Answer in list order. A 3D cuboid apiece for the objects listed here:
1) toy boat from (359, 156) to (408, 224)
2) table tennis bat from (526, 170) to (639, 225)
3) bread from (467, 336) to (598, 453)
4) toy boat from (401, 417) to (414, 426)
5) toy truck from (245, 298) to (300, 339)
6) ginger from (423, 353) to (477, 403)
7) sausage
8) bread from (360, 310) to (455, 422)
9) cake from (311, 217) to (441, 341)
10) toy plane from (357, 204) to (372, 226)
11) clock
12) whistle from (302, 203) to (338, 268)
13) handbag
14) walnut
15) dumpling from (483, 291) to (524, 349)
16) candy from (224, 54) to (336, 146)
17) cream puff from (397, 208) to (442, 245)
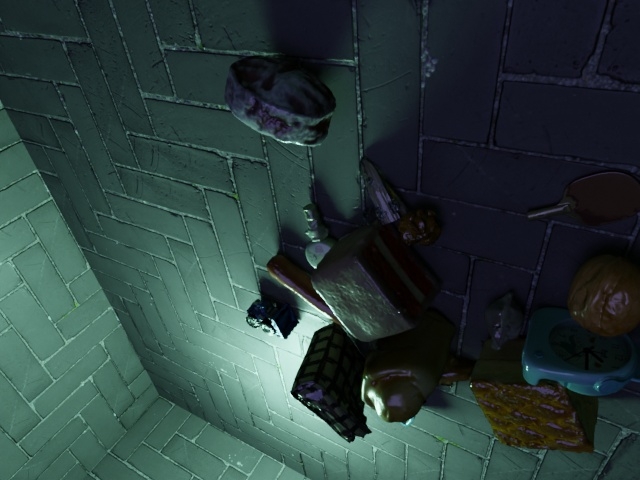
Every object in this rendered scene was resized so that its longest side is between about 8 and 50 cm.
[{"bbox_3d":[0.162,-0.138,1.271,0.085,0.066,0.210,-24,97,34],"label":"toy boat"},{"bbox_3d":[0.584,-0.080,1.029,0.235,0.022,0.131,-17,115,43],"label":"table tennis bat"},{"bbox_3d":[0.615,0.434,1.315,0.279,0.207,0.279,-17,113,43],"label":"bread"},{"bbox_3d":[0.286,0.586,1.755,0.145,0.133,0.331,-2,124,37],"label":"toy boat"},{"bbox_3d":[-0.199,0.311,1.899,0.208,0.113,0.126,19,133,22],"label":"toy truck"},{"bbox_3d":[0.397,0.468,1.587,0.133,0.107,0.309,53,135,13],"label":"ginger"},{"bbox_3d":[-0.017,0.194,1.674,0.419,0.094,0.094,35,154,7],"label":"sausage"},{"bbox_3d":[0.243,0.399,1.468,0.210,0.341,0.300,36,144,-5],"label":"bread"},{"bbox_3d":[0.160,0.119,1.367,0.308,0.237,0.230,49,135,-6],"label":"cake"},{"bbox_3d":[0.131,-0.066,1.338,0.024,0.084,0.077,26,114,-13],"label":"toy plane"},{"bbox_3d":[0.653,0.283,1.139,0.274,0.223,0.094,11,131,29],"label":"clock"},{"bbox_3d":[0.000,0.000,1.511,0.126,0.067,0.257,-6,118,25],"label":"whistle"},{"bbox_3d":[0.071,0.531,1.722,0.163,0.325,0.327,-31,107,29],"label":"handbag"},{"bbox_3d":[0.659,0.126,1.053,0.159,0.159,0.206,13,125,29],"label":"walnut"},{"bbox_3d":[0.510,0.234,1.280,0.108,0.127,0.187,12,130,12],"label":"dumpling"},{"bbox_3d":[-0.101,-0.358,1.156,0.290,0.214,0.157,31,135,8],"label":"candy"},{"bbox_3d":[0.269,-0.030,1.243,0.116,0.122,0.094,-24,70,25],"label":"cream puff"}]
